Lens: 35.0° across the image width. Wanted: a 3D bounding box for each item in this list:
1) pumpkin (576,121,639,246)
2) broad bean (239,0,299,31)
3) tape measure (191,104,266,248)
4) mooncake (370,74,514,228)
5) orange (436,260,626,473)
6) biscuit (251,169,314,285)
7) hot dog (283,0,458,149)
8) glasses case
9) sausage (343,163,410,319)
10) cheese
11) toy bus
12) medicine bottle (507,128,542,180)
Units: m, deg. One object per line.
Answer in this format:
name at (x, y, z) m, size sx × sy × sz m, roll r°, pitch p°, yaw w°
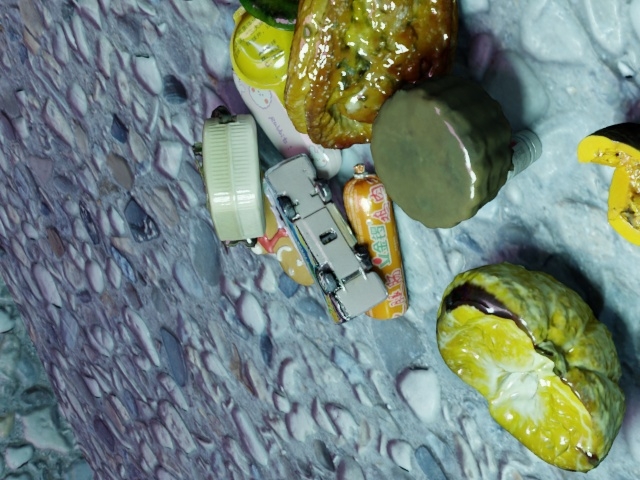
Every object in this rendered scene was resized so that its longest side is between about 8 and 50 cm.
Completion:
pumpkin at (0.449, -0.092, 1.421) m, size 0.119 × 0.107 × 0.183 m, roll 6°, pitch 128°, yaw 56°
broad bean at (-0.076, -0.450, 1.790) m, size 0.292 × 0.049 × 0.144 m, roll 48°, pitch 110°, yaw 16°
tape measure at (-0.180, -0.131, 2.020) m, size 0.271 × 0.133 × 0.231 m, roll 84°, pitch 180°, yaw -72°
mooncake at (0.186, -0.137, 1.538) m, size 0.228 × 0.124 × 0.228 m, roll 30°, pitch 134°, yaw 36°
orange at (0.355, 0.187, 1.653) m, size 0.369 × 0.210 × 0.271 m, roll 51°, pitch 146°, yaw 7°
biscuit at (-0.115, -0.044, 2.181) m, size 0.340 × 0.047 × 0.216 m, roll 57°, pitch 146°, yaw 2°
hot dog at (0.072, -0.297, 1.613) m, size 0.174 × 0.267 × 0.387 m, roll -105°, pitch 18°, yaw -46°
glasses case at (-0.065, -0.239, 1.949) m, size 0.297 × 0.075 × 0.113 m, roll 54°, pitch 144°, yaw 4°
sausage at (0.102, -0.002, 1.915) m, size 0.093 × 0.093 × 0.312 m, roll 16°, pitch 127°, yaw 43°
cheese at (-0.073, -0.331, 1.844) m, size 0.177 × 0.069 × 0.270 m, roll -39°, pitch 71°, yaw 17°
toy bus at (0.000, 0.000, 1.891) m, size 0.317 × 0.112 × 0.138 m, roll 62°, pitch 163°, yaw 6°
medicine bottle at (0.297, -0.131, 1.584) m, size 0.058 × 0.091 × 0.058 m, roll 30°, pitch 136°, yaw 33°
